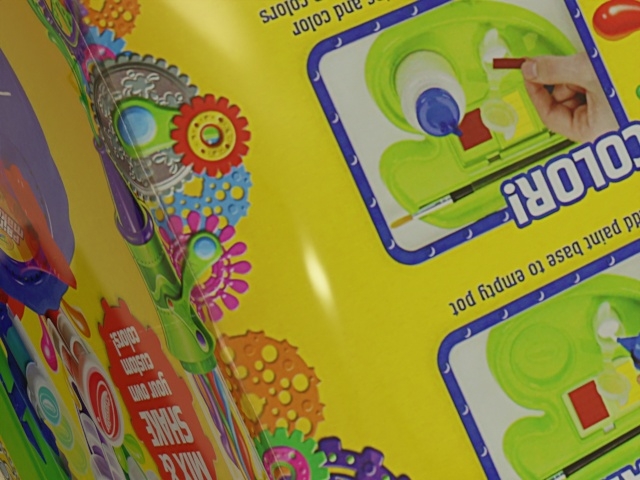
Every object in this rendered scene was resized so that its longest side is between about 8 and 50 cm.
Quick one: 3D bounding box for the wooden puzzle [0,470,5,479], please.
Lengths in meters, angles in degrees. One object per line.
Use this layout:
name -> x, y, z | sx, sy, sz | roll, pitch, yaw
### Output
wooden puzzle -> -0.226, -0.044, 0.981 | 0.080, 0.322, 0.348 | 44, 51, -55

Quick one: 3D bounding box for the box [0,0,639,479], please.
box -> 0.000, 0.000, 0.550 | 0.177, 0.290, 0.279 | -25, 91, -22
